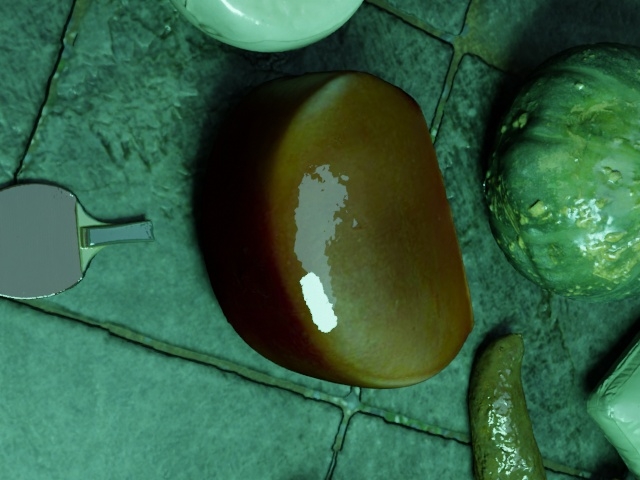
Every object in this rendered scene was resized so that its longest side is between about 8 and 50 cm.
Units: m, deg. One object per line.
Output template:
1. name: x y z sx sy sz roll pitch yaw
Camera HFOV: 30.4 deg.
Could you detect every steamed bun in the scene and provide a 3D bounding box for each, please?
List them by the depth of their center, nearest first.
1. steamed bun: -0.075 -0.354 1.342 0.283 0.177 0.283 -4 98 -30
2. steamed bun: 0.000 0.000 1.364 0.248 0.235 0.379 -23 104 -31

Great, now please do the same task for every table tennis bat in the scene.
1. table tennis bat: -0.295 -0.002 1.332 0.220 0.019 0.130 -6 95 -26

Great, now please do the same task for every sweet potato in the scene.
1. sweet potato: 0.259 0.301 1.599 0.114 0.092 0.341 -21 103 -43

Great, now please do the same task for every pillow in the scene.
1. pillow: 0.534 0.222 1.713 0.322 0.120 0.255 -45 110 -31

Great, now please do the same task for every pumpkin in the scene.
1. pumpkin: 0.360 -0.085 1.541 0.291 0.257 0.327 42 66 -36

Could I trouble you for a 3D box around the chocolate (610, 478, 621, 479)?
1. chocolate: 0.327 0.531 1.600 0.162 0.162 0.445 34 79 -25
